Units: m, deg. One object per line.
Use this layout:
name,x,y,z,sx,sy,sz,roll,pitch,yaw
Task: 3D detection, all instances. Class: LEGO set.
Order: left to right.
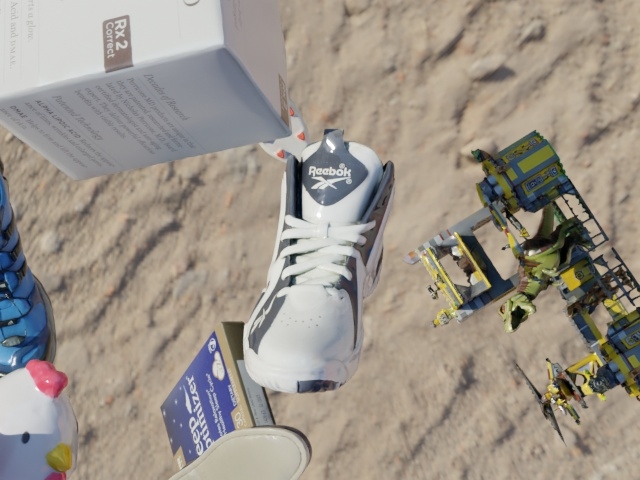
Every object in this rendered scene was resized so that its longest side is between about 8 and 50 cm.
LEGO set,0.216,0.066,1.239,0.192,0.255,0.331,-32,87,1

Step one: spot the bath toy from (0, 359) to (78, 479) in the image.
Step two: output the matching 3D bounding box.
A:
bath toy,-0.281,0.155,0.728,0.151,0.348,0.129,53,123,18

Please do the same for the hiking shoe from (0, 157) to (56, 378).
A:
hiking shoe,-0.383,0.022,1.312,0.113,0.132,0.304,-20,81,-7

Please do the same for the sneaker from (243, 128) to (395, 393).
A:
sneaker,0.000,0.000,0.877,0.094,0.235,0.153,8,117,17

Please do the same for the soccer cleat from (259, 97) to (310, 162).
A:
soccer cleat,-0.081,-0.180,1.488,0.068,0.076,0.196,-41,94,7

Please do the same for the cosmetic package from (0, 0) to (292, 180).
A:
cosmetic package,-0.132,-0.152,0.852,0.183,0.151,0.151,-12,159,13

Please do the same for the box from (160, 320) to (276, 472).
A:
box,-0.124,0.207,1.304,0.036,0.136,0.225,0,144,-31

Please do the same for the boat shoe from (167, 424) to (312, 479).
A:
boat shoe,-0.076,0.222,1.168,0.206,0.065,0.075,-32,87,38
